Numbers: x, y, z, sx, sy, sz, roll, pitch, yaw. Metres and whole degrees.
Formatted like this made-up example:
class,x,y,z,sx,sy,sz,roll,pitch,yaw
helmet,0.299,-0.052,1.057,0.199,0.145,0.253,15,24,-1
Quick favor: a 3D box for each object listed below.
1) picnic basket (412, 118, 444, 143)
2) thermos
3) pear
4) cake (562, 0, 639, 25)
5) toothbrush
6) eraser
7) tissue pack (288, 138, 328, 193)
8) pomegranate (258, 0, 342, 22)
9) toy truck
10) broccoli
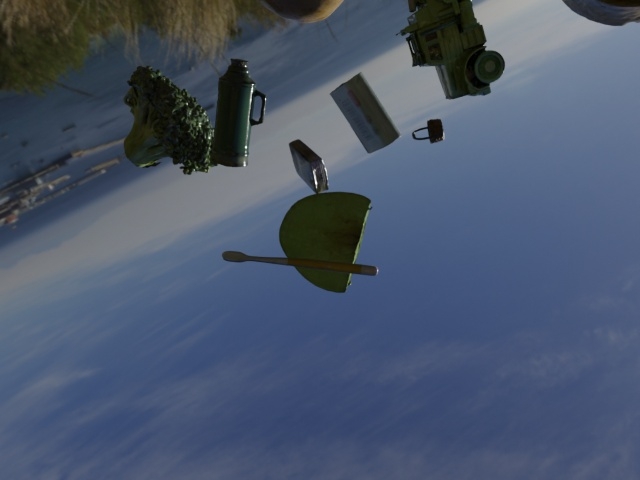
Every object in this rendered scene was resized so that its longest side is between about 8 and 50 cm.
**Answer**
class,x,y,z,sx,sy,sz,roll,pitch,yaw
picnic basket,0.291,-0.294,1.414,0.083,0.072,0.072,-11,-162,10
thermos,-0.155,-0.234,0.954,0.083,0.187,0.073,22,-156,27
pear,0.001,-0.003,1.499,0.139,0.239,0.288,96,10,-78
cake,0.603,-0.602,0.956,0.332,0.332,0.321,-22,175,19
toothbrush,-0.038,0.042,0.960,0.288,0.021,0.024,6,-173,1
eraser,0.135,-0.390,1.603,0.081,0.227,0.174,-39,-168,-14
tissue pack,-0.035,-0.220,1.528,0.051,0.112,0.156,-26,-140,-14
pomegranate,-0.050,-0.683,1.247,0.307,0.307,0.307,-25,-165,7
toy truck,0.173,-0.334,0.784,0.135,0.259,0.128,-24,-164,6
broccoli,-0.435,-0.343,1.522,0.272,0.324,0.334,-3,178,6
